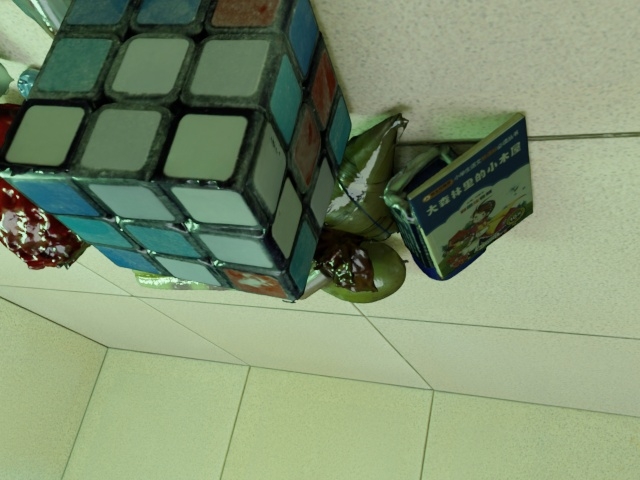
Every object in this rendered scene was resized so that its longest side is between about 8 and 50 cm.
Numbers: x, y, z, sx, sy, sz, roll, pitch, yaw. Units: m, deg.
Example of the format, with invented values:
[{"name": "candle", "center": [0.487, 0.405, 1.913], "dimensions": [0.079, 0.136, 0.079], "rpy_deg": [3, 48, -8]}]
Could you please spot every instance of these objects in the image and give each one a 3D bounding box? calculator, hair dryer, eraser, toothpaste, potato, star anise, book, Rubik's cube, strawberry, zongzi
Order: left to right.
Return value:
[{"name": "strawberry", "center": [-0.591, -0.131, 1.348], "dimensions": [0.345, 0.295, 0.317], "rpy_deg": [44, 111, -10]}, {"name": "toothpaste", "center": [-0.413, -0.365, 0.948], "dimensions": [0.100, 0.066, 0.323], "rpy_deg": [8, 153, 25]}, {"name": "calculator", "center": [-0.479, -0.265, 1.238], "dimensions": [0.210, 0.039, 0.121], "rpy_deg": [17, 158, -9]}, {"name": "Rubik's cube", "center": [-0.180, -0.148, 0.947], "dimensions": [0.362, 0.363, 0.359], "rpy_deg": [4, 154, 18]}, {"name": "hair dryer", "center": [-0.057, 0.043, 1.507], "dimensions": [0.117, 0.064, 0.182], "rpy_deg": [-36, 88, 32]}, {"name": "star anise", "center": [0.002, -0.009, 1.414], "dimensions": [0.346, 0.237, 0.148], "rpy_deg": [34, 129, 4]}, {"name": "potato", "center": [0.102, 0.076, 1.568], "dimensions": [0.251, 0.159, 0.174], "rpy_deg": [-10, 174, 27]}, {"name": "zongzi", "center": [0.126, -0.114, 1.203], "dimensions": [0.260, 0.123, 0.289], "rpy_deg": [16, 139, -42]}, {"name": "eraser", "center": [0.226, -0.037, 1.222], "dimensions": [0.101, 0.155, 0.332], "rpy_deg": [51, 178, 33]}, {"name": "book", "center": [0.277, -0.061, 1.129], "dimensions": [0.018, 0.228, 0.322], "rpy_deg": [53, 180, 32]}]

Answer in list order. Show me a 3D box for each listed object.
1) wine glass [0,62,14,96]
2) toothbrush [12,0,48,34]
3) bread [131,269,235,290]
[{"name": "wine glass", "center": [-0.597, -0.324, 1.084], "dimensions": [0.122, 0.122, 0.183], "rpy_deg": [19, 152, -13]}, {"name": "toothbrush", "center": [-0.412, -0.315, 1.098], "dimensions": [0.023, 0.031, 0.321], "rpy_deg": [4, 155, 24]}, {"name": "bread", "center": [-0.268, 0.009, 1.398], "dimensions": [0.338, 0.155, 0.187], "rpy_deg": [-2, 123, 25]}]
